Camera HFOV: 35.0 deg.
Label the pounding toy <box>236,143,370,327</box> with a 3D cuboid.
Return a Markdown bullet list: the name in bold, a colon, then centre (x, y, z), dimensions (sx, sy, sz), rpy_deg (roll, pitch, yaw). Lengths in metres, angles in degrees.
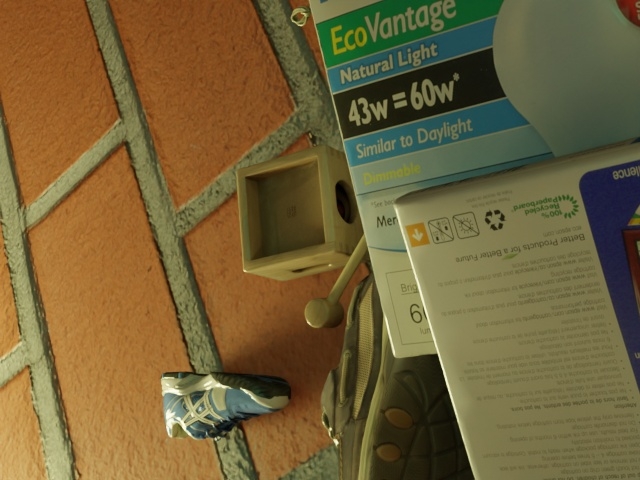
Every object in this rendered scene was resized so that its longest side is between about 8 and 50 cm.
- **pounding toy**: centre (0.008, 0.004, 1.171), dimensions (0.181, 0.094, 0.206), rpy_deg (-14, 74, 30)

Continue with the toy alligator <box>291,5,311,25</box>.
- **toy alligator**: centre (0.046, -0.325, 1.294), dimensions (0.190, 0.056, 0.051), rpy_deg (-18, 20, 35)

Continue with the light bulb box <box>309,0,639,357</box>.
- **light bulb box**: centre (0.219, -0.115, 0.865), dimensions (0.358, 0.225, 0.360), rpy_deg (-12, 94, 35)

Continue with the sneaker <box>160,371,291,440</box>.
- **sneaker**: centre (-0.112, 0.197, 1.205), dimensions (0.211, 0.080, 0.081), rpy_deg (-10, 73, 47)

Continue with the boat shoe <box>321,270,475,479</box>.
- **boat shoe**: centre (0.075, 0.167, 1.021), dimensions (0.130, 0.132, 0.355), rpy_deg (-31, 36, 47)

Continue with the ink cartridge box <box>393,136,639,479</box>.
- **ink cartridge box**: centre (0.230, 0.082, 0.727), dimensions (0.304, 0.072, 0.307), rpy_deg (-12, 100, 34)
